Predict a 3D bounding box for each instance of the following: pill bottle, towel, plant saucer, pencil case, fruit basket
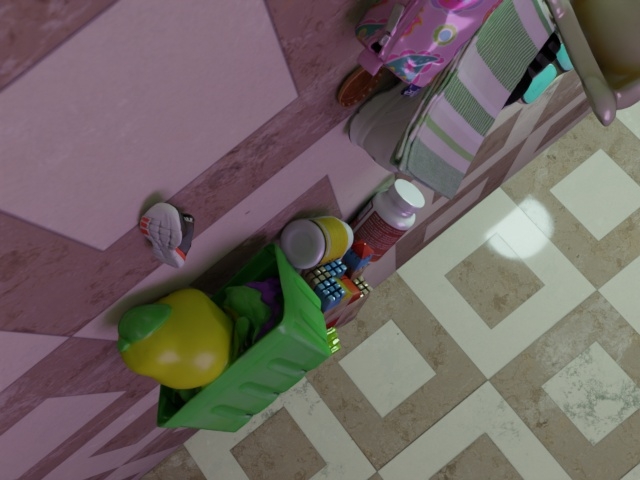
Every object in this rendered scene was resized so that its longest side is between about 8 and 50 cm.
[{"bbox_3d":[0.000,0.000,1.261,0.103,0.103,0.184,-46,164,24],"label":"pill bottle"},{"bbox_3d":[0.237,-0.226,0.889,0.248,0.038,0.324,14,107,-57],"label":"towel"},{"bbox_3d":[0.058,-0.231,0.870,0.083,0.013,0.083,-36,165,-11],"label":"plant saucer"},{"bbox_3d":[0.159,-0.049,1.479,0.121,0.121,0.216,-22,158,-51],"label":"pill bottle"},{"bbox_3d":[0.156,-0.306,0.668,0.124,0.124,0.284,-21,159,-52],"label":"pencil case"},{"bbox_3d":[-0.211,0.177,1.111,0.392,0.283,0.392,-5,126,-6],"label":"fruit basket"}]

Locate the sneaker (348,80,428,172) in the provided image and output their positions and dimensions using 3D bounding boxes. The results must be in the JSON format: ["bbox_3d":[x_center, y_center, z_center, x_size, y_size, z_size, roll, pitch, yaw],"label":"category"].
[{"bbox_3d":[0.183,-0.232,0.947,0.297,0.129,0.111,-47,157,23],"label":"sneaker"}]

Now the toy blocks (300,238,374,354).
[{"bbox_3d":[-0.007,0.146,1.393,0.381,0.190,0.261,-27,155,-36],"label":"toy blocks"}]

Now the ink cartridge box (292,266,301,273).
[{"bbox_3d":[-0.138,0.115,1.387,0.206,0.045,0.208,-29,165,-36],"label":"ink cartridge box"}]

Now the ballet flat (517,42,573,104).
[{"bbox_3d":[0.551,-0.425,1.414,0.248,0.086,0.086,-38,166,0],"label":"ballet flat"}]

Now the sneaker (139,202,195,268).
[{"bbox_3d":[-0.204,-0.020,0.813,0.065,0.061,0.158,-63,179,-28],"label":"sneaker"}]

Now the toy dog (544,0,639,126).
[{"bbox_3d":[0.623,-0.393,0.980,0.408,0.284,0.395,-24,171,27],"label":"toy dog"}]

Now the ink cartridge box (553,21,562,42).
[{"bbox_3d":[0.555,-0.499,1.296,0.145,0.045,0.179,-49,-179,32],"label":"ink cartridge box"}]

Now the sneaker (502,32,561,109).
[{"bbox_3d":[0.318,-0.292,1.109,0.330,0.122,0.146,-33,174,-34],"label":"sneaker"}]
